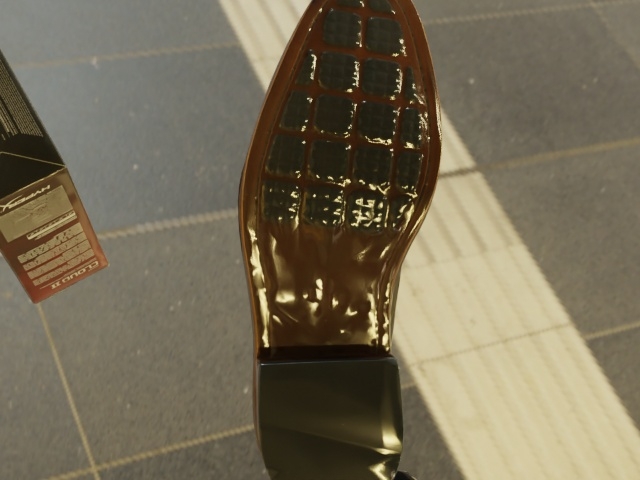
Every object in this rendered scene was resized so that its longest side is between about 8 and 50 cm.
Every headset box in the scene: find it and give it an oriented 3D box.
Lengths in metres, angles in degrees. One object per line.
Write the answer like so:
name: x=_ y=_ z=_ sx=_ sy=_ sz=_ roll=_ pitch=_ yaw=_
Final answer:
headset box: x=-0.360 y=-0.075 z=1.357 sx=0.110 sy=0.293 sz=0.218 roll=-28 pitch=67 yaw=-12

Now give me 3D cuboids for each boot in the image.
boot: x=0.000 y=0.000 z=0.504 sx=0.082 sy=0.106 sz=0.219 roll=7 pitch=88 yaw=-8

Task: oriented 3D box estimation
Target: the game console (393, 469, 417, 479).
game console: x=0.121 y=0.345 z=1.145 sx=0.044 sy=0.361 sz=0.213 roll=35 pitch=87 yaw=-22
